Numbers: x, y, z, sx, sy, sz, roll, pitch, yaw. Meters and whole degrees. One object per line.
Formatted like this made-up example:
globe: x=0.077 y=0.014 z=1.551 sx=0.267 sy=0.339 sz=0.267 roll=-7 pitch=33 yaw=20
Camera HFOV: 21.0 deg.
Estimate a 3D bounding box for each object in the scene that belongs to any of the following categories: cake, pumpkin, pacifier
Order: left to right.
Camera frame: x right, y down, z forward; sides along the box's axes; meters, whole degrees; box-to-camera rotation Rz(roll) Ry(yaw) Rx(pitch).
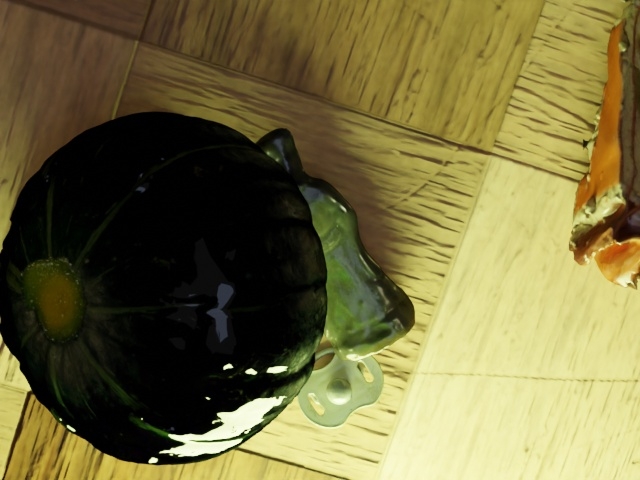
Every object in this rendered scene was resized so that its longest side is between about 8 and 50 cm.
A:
pumpkin: x=-0.106 y=0.036 z=1.432 sx=0.296 sy=0.296 sz=0.295 roll=-2 pitch=103 yaw=-7
pacifier: x=0.015 y=0.131 z=1.563 sx=0.083 sy=0.064 sz=0.068 roll=-33 pitch=87 yaw=0
cake: x=0.285 y=-0.097 z=1.543 sx=0.098 sy=0.135 sz=0.287 roll=15 pitch=81 yaw=-6

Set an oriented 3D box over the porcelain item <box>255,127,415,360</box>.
porcelain item: x=0.000 y=0.000 z=1.528 sx=0.081 sy=0.069 sz=0.215 roll=-27 pitch=106 yaw=13
